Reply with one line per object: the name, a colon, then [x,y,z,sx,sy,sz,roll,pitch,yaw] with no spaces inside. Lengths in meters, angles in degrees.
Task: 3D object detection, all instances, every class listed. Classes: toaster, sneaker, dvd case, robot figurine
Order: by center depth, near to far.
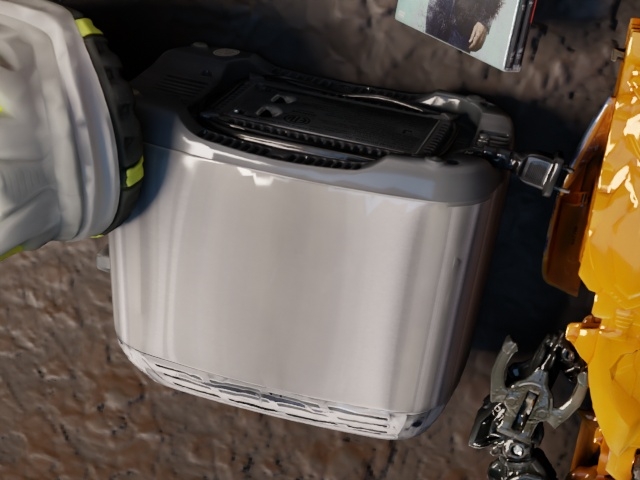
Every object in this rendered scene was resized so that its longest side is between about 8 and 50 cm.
dvd case: [0.073,-0.147,0.643,0.087,0.013,0.119,37,122,48]
sneaker: [-0.263,-0.066,0.668,0.385,0.147,0.145,9,114,38]
robot figurine: [0.189,0.049,0.674,0.211,0.085,0.291,13,111,10]
toaster: [0.000,0.000,0.683,0.227,0.129,0.146,12,115,11]
